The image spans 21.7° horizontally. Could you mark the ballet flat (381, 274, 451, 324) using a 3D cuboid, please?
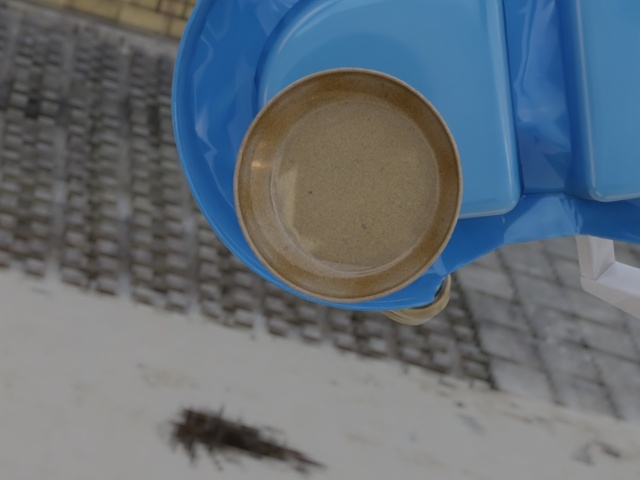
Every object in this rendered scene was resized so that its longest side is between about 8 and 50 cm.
[{"bbox_3d":[0.000,0.000,1.364,0.232,0.080,0.073,35,-18,12],"label":"ballet flat"}]

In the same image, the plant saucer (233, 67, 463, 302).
[{"bbox_3d":[0.011,-0.019,0.597,0.083,0.083,0.015,18,3,14],"label":"plant saucer"}]

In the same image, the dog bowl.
[{"bbox_3d":[0.090,-0.068,0.695,0.297,0.166,0.074,-7,13,2],"label":"dog bowl"}]

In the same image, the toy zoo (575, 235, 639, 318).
[{"bbox_3d":[0.258,-0.022,1.159,0.192,0.293,0.030,19,48,37],"label":"toy zoo"}]
